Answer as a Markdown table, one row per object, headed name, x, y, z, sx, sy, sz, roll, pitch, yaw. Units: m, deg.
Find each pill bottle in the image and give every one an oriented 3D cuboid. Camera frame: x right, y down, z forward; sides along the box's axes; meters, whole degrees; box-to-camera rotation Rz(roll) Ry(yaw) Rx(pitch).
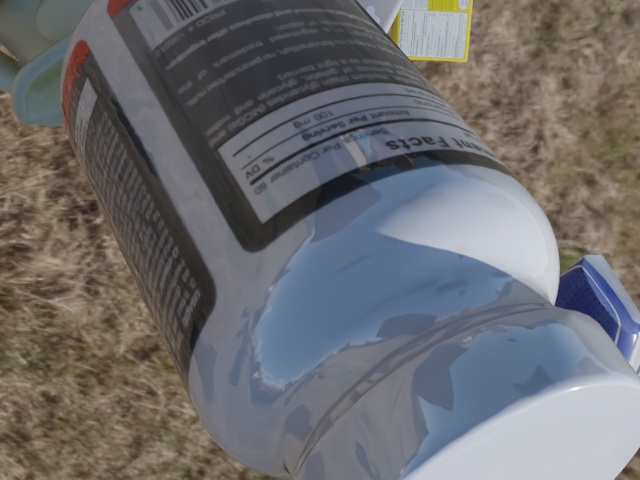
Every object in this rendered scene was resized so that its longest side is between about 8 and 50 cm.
| name | x | y | z | sx | sy | sz | roll | pitch | yaw |
| --- | --- | --- | --- | --- | --- | --- | --- | --- | --- |
| pill bottle | 0.000 | 0.000 | 0.537 | 0.210 | 0.363 | 0.210 | -20 | 141 | -17 |

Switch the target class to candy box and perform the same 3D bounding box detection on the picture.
| name | x | y | z | sx | sy | sz | roll | pitch | yaw |
| --- | --- | --- | --- | --- | --- | --- | --- | --- | --- |
| candy box | 0.149 | -0.339 | 1.236 | 0.105 | 0.027 | 0.206 | 1 | 104 | -11 |

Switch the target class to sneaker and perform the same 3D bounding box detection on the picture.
| name | x | y | z | sx | sy | sz | roll | pitch | yaw |
| --- | --- | --- | --- | --- | --- | --- | --- | --- | --- |
| sneaker | 0.188 | 0.160 | 0.989 | 0.182 | 0.315 | 0.127 | -8 | 56 | -34 |

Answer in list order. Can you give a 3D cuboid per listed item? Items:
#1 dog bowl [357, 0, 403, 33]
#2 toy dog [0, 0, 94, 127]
| name | x | y | z | sx | sy | sz | roll | pitch | yaw |
| --- | --- | --- | --- | --- | --- | --- | --- | --- | --- |
| dog bowl | 0.009 | -0.226 | 1.102 | 0.102 | 0.349 | 0.349 | 28 | 71 | -4 |
| toy dog | -0.289 | -0.316 | 1.108 | 0.395 | 0.408 | 0.284 | -46 | 156 | 1 |
